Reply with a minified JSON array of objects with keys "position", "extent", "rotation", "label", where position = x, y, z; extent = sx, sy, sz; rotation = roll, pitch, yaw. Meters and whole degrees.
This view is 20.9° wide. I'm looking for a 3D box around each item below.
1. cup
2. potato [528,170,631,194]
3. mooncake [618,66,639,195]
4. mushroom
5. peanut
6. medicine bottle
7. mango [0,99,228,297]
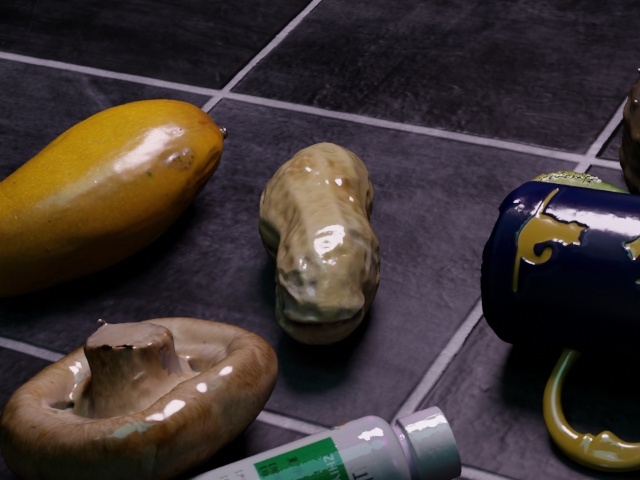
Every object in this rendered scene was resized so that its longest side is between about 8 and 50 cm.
[{"position":[0.275,0.063,1.609],"extent":[0.256,0.178,0.255],"rotation":[9,39,29],"label":"cup"},{"position":[0.288,-0.002,1.800],"extent":[0.198,0.054,0.119],"rotation":[29,51,36],"label":"potato"},{"position":[0.433,-0.123,1.866],"extent":[0.228,0.124,0.228],"rotation":[-7,38,5],"label":"mooncake"},{"position":[-0.166,0.153,1.609],"extent":[0.278,0.146,0.278],"rotation":[-11,17,4],"label":"mushroom"},{"position":[0.000,0.000,1.808],"extent":[0.130,0.130,0.290],"rotation":[-10,35,1],"label":"peanut"},{"position":[-0.006,0.219,1.535],"extent":[0.260,0.095,0.095],"rotation":[-20,37,-11],"label":"medicine bottle"},{"position":[-0.263,-0.042,1.924],"extent":[0.359,0.144,0.187],"rotation":[-34,29,-19],"label":"mango"}]
